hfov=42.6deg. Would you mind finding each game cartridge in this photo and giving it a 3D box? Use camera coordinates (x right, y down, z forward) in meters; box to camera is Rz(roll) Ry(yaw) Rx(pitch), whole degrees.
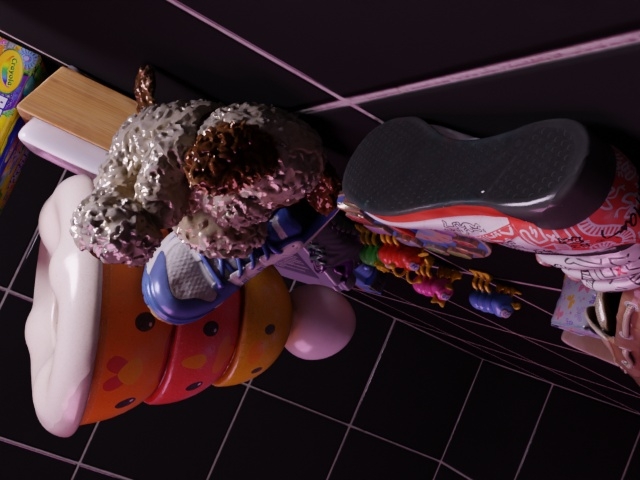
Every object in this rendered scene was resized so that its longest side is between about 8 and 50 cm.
[{"bbox_3d":[-0.072,0.001,1.571,0.198,0.062,0.297,54,159,-25],"label":"game cartridge"}]

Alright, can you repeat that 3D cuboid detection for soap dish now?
[{"bbox_3d":[-0.270,-0.129,1.161,0.290,0.118,0.229,25,174,-13],"label":"soap dish"}]

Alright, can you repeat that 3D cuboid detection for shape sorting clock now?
[{"bbox_3d":[0.114,-0.017,1.026,0.206,0.040,0.206,24,175,2],"label":"shape sorting clock"}]

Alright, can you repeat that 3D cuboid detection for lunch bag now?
[{"bbox_3d":[0.301,0.072,0.933,0.053,0.071,0.083,22,173,-20],"label":"lunch bag"}]

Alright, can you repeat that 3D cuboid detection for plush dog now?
[{"bbox_3d":[-0.097,-0.080,0.835,0.225,0.211,0.262,0,-179,29],"label":"plush dog"}]

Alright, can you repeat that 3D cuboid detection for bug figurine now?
[{"bbox_3d":[0.169,0.052,1.274,0.279,0.072,0.216,26,174,-27],"label":"bug figurine"}]

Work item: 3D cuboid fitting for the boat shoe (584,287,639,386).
[{"bbox_3d":[0.299,0.062,0.713,0.116,0.123,0.324,29,170,18],"label":"boat shoe"}]

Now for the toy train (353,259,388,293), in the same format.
[{"bbox_3d":[0.063,0.050,1.678,0.105,0.080,0.184,10,164,33],"label":"toy train"}]

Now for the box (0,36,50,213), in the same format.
[{"bbox_3d":[-0.533,-0.148,1.184,0.177,0.290,0.279,24,175,-12],"label":"box"}]

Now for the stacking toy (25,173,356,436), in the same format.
[{"bbox_3d":[-0.161,0.099,1.187,0.479,0.351,0.350,4,-177,-25],"label":"stacking toy"}]

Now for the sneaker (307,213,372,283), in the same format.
[{"bbox_3d":[0.000,0.000,1.343,0.083,0.098,0.223,18,172,46],"label":"sneaker"}]

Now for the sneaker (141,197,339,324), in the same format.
[{"bbox_3d":[-0.095,-0.004,1.032,0.131,0.296,0.112,-25,101,49],"label":"sneaker"}]

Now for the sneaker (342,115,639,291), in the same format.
[{"bbox_3d":[0.137,-0.025,0.626,0.145,0.090,0.270,30,169,-30],"label":"sneaker"}]

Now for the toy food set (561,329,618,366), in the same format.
[{"bbox_3d":[0.439,0.155,1.033,0.219,0.092,0.306,23,174,7],"label":"toy food set"}]
